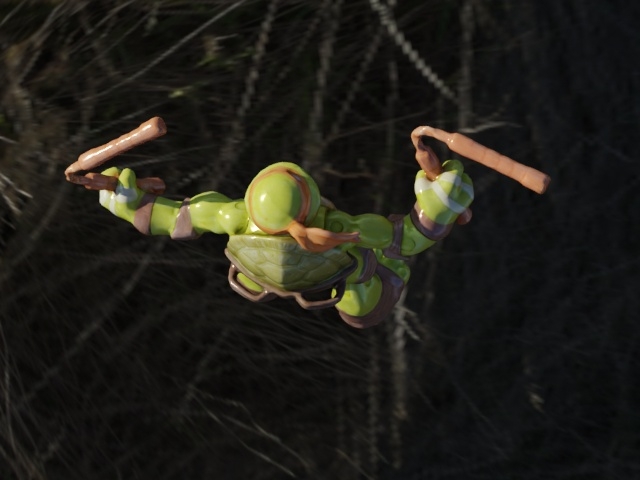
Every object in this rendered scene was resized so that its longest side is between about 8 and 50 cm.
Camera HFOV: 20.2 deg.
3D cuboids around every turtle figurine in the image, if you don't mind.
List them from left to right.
[{"bbox_3d":[0.000,0.000,1.050,0.269,0.217,0.087,-1,75,8],"label":"turtle figurine"}]
